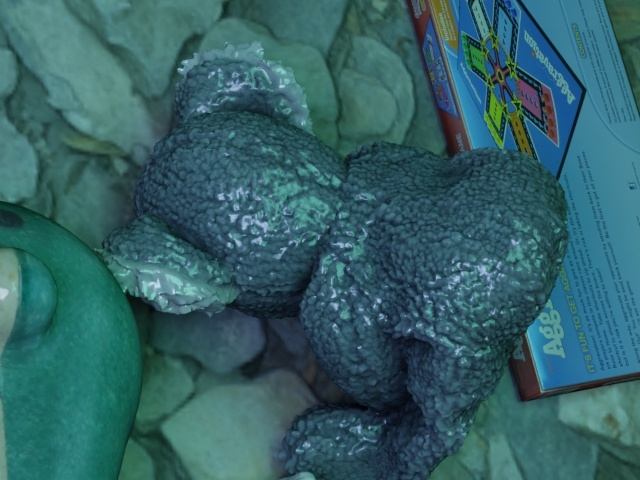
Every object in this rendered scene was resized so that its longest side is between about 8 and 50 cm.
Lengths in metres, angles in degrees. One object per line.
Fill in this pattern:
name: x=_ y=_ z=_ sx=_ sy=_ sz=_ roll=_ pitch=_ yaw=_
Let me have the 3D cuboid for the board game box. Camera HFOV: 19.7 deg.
board game box: x=0.150 y=-0.045 z=1.168 sx=0.145 sy=0.027 sz=0.281 roll=-6 pitch=75 yaw=-33

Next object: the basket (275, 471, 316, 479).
basket: x=-0.068 y=0.199 z=0.902 sx=0.167 sy=0.113 sz=0.103 roll=-25 pitch=89 yaw=-34

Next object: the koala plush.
koala plush: x=0.000 y=0.000 z=0.982 sx=0.221 sy=0.203 sz=0.196 roll=28 pitch=59 yaw=-5

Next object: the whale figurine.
whale figurine: x=-0.136 y=0.097 z=0.822 sx=0.141 sy=0.216 sz=0.272 roll=3 pitch=32 yaw=-26
